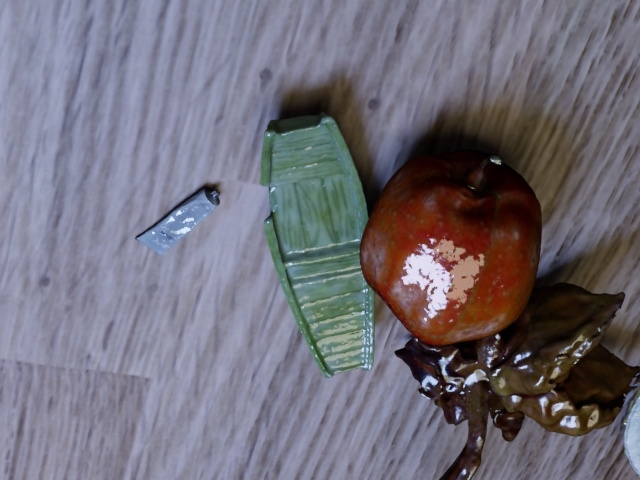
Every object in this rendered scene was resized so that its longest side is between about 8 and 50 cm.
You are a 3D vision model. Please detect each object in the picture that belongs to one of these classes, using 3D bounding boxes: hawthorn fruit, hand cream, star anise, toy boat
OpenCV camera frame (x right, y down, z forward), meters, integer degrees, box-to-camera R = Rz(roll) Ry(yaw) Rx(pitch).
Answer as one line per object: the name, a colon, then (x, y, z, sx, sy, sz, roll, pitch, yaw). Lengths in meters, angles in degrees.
hawthorn fruit: (0.120, -0.008, 1.410, 0.157, 0.157, 0.194, 6, 135, -12)
hand cream: (-0.124, -0.017, 1.464, 0.030, 0.019, 0.093, 36, 119, -29)
star anise: (0.172, 0.158, 1.563, 0.237, 0.148, 0.346, 22, 113, -20)
toy boat: (0.000, 0.000, 1.469, 0.093, 0.055, 0.293, -11, 129, 1)

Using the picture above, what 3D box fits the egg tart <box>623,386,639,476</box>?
egg tart: (0.420, 0.190, 1.654, 0.234, 0.094, 0.234, -3, 127, -4)
